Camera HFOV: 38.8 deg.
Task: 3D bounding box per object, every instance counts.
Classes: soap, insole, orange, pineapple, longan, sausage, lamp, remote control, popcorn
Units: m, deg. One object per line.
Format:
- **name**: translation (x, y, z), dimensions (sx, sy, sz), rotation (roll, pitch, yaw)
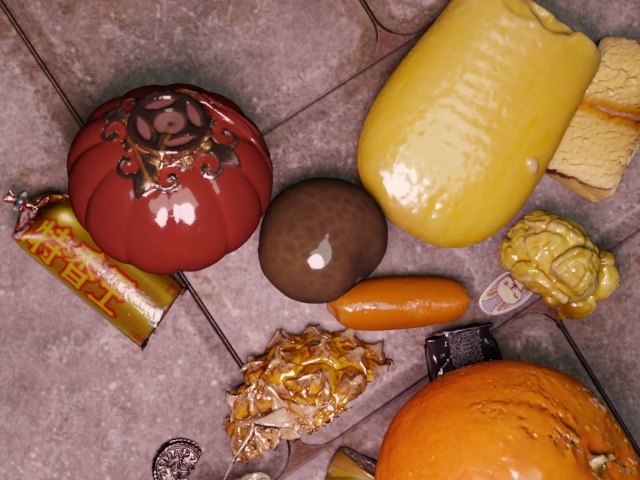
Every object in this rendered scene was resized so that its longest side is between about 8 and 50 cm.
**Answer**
- **soap**: translation (0.249, -0.197, 1.493), dimensions (0.306, 0.115, 0.427), rotation (35, 88, -12)
- **insole**: translation (0.359, 0.065, 1.573), dimensions (0.197, 0.004, 0.065), rotation (-34, 96, -5)
- **orange**: translation (0.286, 0.365, 1.303), dimensions (0.424, 0.424, 0.326), rotation (41, 126, -8)
- **pineapple**: translation (-0.041, 0.227, 1.443), dimensions (0.334, 0.158, 0.161), rotation (-28, 95, -6)
- **longan**: translation (0.000, 0.000, 1.429), dimensions (0.198, 0.198, 0.212), rotation (34, 75, -8)
- **sausage**: translation (0.128, 0.103, 1.493), dimensions (0.238, 0.098, 0.098), rotation (-1, 92, -11)
- **lamp**: translation (-0.222, -0.096, 1.348), dimensions (0.303, 0.257, 0.303), rotation (3, 56, -5)
- **remote control**: translation (0.260, 0.340, 1.539), dimensions (0.144, 0.062, 0.399), rotation (-10, 95, -7)
- **sausage**: translation (-0.355, 0.023, 1.411), dimensions (0.317, 0.117, 0.125), rotation (41, 77, -8)
- **popcorn**: translation (0.389, 0.045, 1.505), dimensions (0.195, 0.168, 0.174), rotation (32, 74, -45)

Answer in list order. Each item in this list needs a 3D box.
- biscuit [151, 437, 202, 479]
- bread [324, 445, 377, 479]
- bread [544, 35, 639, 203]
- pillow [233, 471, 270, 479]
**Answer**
- **biscuit**: translation (-0.233, 0.369, 1.486), dimensions (0.089, 0.027, 0.087), rotation (-20, 94, -7)
- **bread**: translation (0.104, 0.466, 1.477), dimensions (0.260, 0.158, 0.156), rotation (30, 91, -6)
- **bread**: translation (0.489, -0.202, 1.528), dimensions (0.178, 0.142, 0.266), rotation (29, 89, 32)
- **pillow**: translation (-0.130, 0.441, 1.442), dimensions (0.134, 0.181, 0.078), rotation (-23, 53, -14)
